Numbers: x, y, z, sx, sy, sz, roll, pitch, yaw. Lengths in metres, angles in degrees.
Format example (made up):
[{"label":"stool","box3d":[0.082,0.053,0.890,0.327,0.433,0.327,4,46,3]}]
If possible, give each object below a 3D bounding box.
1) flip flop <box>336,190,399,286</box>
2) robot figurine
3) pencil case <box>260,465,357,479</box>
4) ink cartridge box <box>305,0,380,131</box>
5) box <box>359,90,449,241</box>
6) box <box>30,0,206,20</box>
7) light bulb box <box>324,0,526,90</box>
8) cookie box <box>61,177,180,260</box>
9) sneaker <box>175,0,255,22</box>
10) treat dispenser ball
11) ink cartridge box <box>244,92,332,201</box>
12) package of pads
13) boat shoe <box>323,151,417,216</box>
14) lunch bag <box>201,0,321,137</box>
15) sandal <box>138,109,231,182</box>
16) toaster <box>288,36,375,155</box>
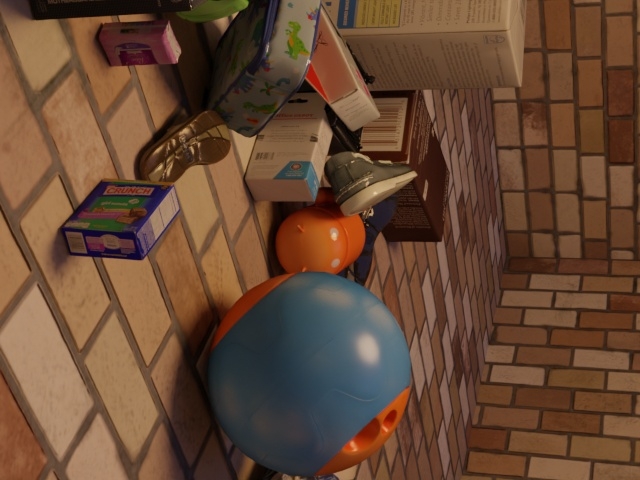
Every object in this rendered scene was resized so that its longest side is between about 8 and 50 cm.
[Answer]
[{"label":"flip flop","box3d":[0.071,-0.023,2.012,0.112,0.080,0.277,22,81,-29]},{"label":"robot figurine","box3d":[0.000,0.002,1.733,0.158,0.128,0.219,-48,172,19]},{"label":"pencil case","box3d":[0.001,0.319,1.706,0.183,0.160,0.410,93,12,-45]},{"label":"ink cartridge box","box3d":[-0.015,-0.330,1.590,0.275,0.060,0.239,66,10,20]},{"label":"box","box3d":[0.178,-0.156,2.233,0.381,0.143,0.191,58,38,-61]},{"label":"box","box3d":[-0.178,-0.297,1.105,0.232,0.183,0.059,-55,142,-57]},{"label":"light bulb box","box3d":[0.193,-0.481,1.907,0.225,0.361,0.358,51,43,-64]},{"label":"cookie box","box3d":[-0.220,-0.025,1.141,0.107,0.092,0.040,-63,152,-53]},{"label":"sneaker","box3d":[-0.093,-0.511,1.308,0.185,0.202,0.482,17,75,-71]},{"label":"treat dispenser ball","box3d":[-0.016,0.187,1.448,0.288,0.288,0.288,1,90,-71]},{"label":"ink cartridge box","box3d":[-0.044,-0.149,1.627,0.060,0.104,0.180,67,31,-50]},{"label":"package of pads","box3d":[-0.206,-0.226,1.178,0.050,0.083,0.032,73,21,-50]},{"label":"boat shoe","box3d":[0.083,-0.113,1.757,0.099,0.116,0.319,56,18,3]},{"label":"lunch bag","box3d":[-0.080,-0.254,1.387,0.219,0.090,0.176,-37,-142,58]},{"label":"sandal","box3d":[-0.181,-0.120,1.329,0.180,0.049,0.072,-39,124,-47]},{"label":"toaster","box3d":[0.015,-0.244,1.785,0.186,0.110,0.168,42,54,-66]}]
